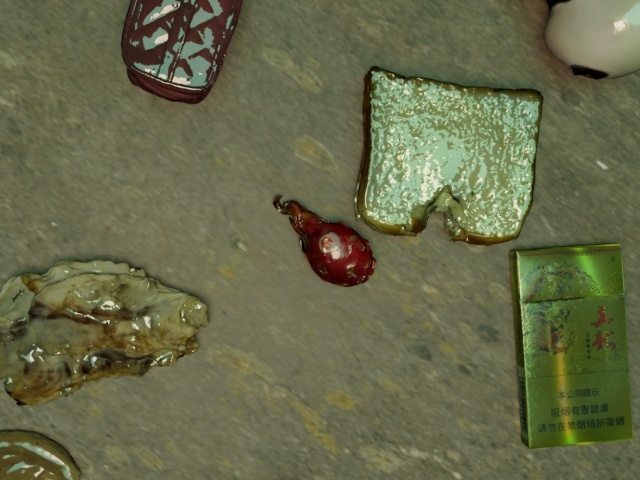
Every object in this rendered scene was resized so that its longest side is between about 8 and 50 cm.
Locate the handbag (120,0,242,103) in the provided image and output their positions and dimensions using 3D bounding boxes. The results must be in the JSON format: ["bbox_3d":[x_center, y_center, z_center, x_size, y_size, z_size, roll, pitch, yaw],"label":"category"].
[{"bbox_3d":[-0.196,-0.312,1.045,0.146,0.135,0.225,19,88,-10],"label":"handbag"}]

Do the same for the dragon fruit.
[{"bbox_3d":[0.000,0.000,1.092,0.190,0.094,0.094,39,88,0],"label":"dragon fruit"}]

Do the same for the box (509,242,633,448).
[{"bbox_3d":[0.395,0.164,1.150,0.172,0.043,0.311,-3,91,-4],"label":"box"}]

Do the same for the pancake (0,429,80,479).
[{"bbox_3d":[-0.459,0.402,1.078,0.222,0.042,0.236,19,90,-7],"label":"pancake"}]

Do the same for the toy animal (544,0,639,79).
[{"bbox_3d":[0.418,-0.375,1.072,0.212,0.212,0.267,-26,97,-4],"label":"toy animal"}]

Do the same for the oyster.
[{"bbox_3d":[-0.342,0.125,1.054,0.354,0.107,0.201,-15,96,-5],"label":"oyster"}]

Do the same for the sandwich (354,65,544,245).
[{"bbox_3d":[0.191,-0.120,1.102,0.273,0.095,0.249,6,90,-4],"label":"sandwich"}]
